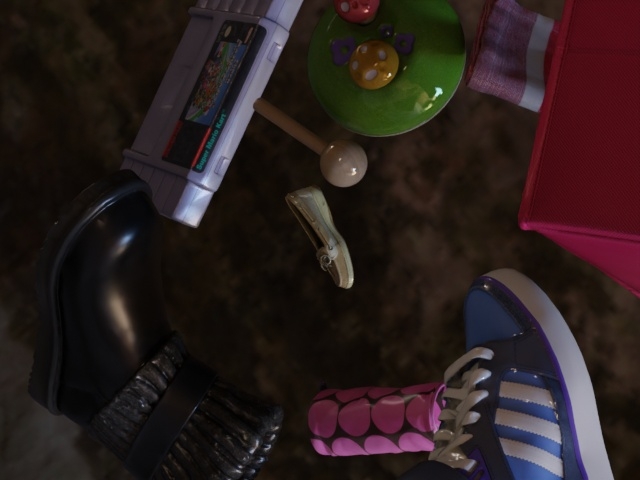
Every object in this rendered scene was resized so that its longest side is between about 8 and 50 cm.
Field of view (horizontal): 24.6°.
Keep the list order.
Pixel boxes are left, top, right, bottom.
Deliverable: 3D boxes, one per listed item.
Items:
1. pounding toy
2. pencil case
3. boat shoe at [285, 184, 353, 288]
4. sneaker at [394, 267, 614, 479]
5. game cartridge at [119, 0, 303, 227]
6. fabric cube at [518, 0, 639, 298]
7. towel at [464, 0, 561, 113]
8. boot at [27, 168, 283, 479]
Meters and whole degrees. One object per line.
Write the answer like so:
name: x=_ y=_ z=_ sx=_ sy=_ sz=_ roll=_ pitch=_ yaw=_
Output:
pounding toy: x=0.039 y=-0.195 z=1.597 sx=0.183 sy=0.237 sz=0.110 roll=43 pitch=4 yaw=24
pencil case: x=0.084 y=0.216 z=1.825 sx=0.098 sy=0.209 sz=0.095 roll=-22 pitch=102 yaw=-49
boat shoe: x=0.000 y=-0.001 z=2.017 sx=0.056 sy=0.048 sz=0.153 roll=135 pitch=-65 yaw=-70
sneaker: x=0.121 y=0.187 z=1.301 sx=0.130 sy=0.236 sz=0.322 roll=126 pitch=-48 yaw=-60
game cartridge: x=-0.164 y=-0.203 z=2.059 sx=0.068 sy=0.355 sz=0.230 roll=26 pitch=-3 yaw=-29
fabric cube: x=0.321 y=-0.084 z=0.999 sx=0.258 sy=0.259 sz=0.254 roll=8 pitch=-9 yaw=33
towel: x=0.324 y=-0.170 z=1.614 sx=0.329 sy=0.037 sz=0.237 roll=20 pitch=31 yaw=-1
boot: x=-0.153 y=0.116 z=1.474 sx=0.260 sy=0.131 sz=0.348 roll=36 pitch=-42 yaw=20
